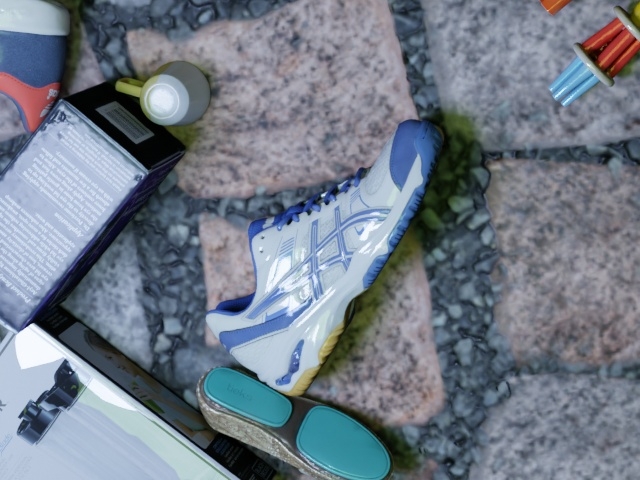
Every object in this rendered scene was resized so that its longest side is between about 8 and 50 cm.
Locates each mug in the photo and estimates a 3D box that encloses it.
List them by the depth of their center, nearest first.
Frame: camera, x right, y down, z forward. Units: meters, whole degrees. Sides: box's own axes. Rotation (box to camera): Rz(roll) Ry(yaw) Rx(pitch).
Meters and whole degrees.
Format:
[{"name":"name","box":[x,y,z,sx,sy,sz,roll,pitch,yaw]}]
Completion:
[{"name":"mug","box":[-0.148,-0.132,1.860,0.078,0.064,0.062,-17,97,13]}]

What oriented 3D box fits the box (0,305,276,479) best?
[{"name":"box","box":[-0.210,0.211,1.921,0.290,0.087,0.169,38,104,2]}]

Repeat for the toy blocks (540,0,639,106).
[{"name":"toy blocks","box":[0.243,-0.204,1.783,0.148,0.054,0.123,-43,91,15]}]

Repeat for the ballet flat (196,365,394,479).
[{"name":"ballet flat","box":[-0.025,0.185,1.900,0.206,0.067,0.073,29,59,8]}]

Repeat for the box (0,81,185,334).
[{"name":"box","box":[-0.242,-0.033,1.850,0.108,0.153,0.207,40,105,1]}]

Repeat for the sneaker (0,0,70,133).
[{"name":"sneaker","box":[-0.413,-0.165,1.867,0.350,0.131,0.148,5,96,9]}]

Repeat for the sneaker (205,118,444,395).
[{"name":"sneaker","box":[0.000,0.000,1.834,0.131,0.112,0.296,33,103,3]}]
